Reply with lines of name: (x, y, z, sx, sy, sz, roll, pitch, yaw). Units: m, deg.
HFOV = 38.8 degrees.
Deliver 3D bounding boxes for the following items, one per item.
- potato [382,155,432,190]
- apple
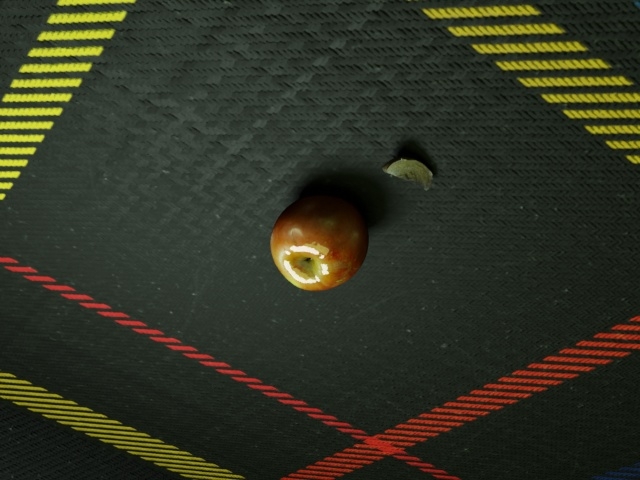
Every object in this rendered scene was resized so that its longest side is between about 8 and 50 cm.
potato: (0.131, -0.111, 1.371, 0.093, 0.036, 0.037, 19, 109, -37)
apple: (0.000, 0.000, 1.468, 0.163, 0.139, 0.163, 14, 134, 14)
